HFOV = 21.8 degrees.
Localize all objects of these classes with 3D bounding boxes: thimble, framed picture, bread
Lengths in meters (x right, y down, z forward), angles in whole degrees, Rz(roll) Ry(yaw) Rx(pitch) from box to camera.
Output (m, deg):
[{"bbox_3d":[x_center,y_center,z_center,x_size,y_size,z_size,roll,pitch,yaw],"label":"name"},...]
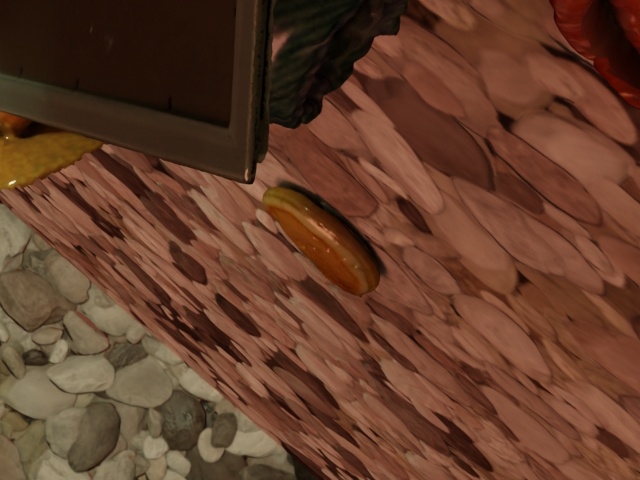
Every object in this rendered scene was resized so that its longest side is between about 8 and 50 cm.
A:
[{"bbox_3d":[-0.015,-0.111,0.693,0.090,0.118,0.135,41,167,6],"label":"thimble"},{"bbox_3d":[-0.079,-0.154,0.640,0.019,0.232,0.296,-1,-170,-29],"label":"framed picture"},{"bbox_3d":[0.000,0.000,1.230,0.110,0.024,0.110,38,167,10],"label":"bread"}]

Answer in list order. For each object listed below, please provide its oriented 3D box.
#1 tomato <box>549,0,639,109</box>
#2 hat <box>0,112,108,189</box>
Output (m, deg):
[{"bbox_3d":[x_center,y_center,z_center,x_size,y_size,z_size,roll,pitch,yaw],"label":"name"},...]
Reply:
[{"bbox_3d":[0.179,-0.040,0.424,0.228,0.101,0.228,37,175,4],"label":"tomato"},{"bbox_3d":[-0.200,-0.176,0.894,0.244,0.233,0.233,-7,121,17],"label":"hat"}]
